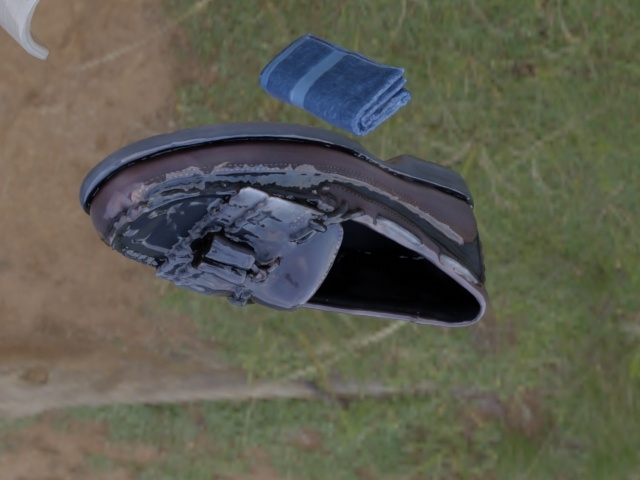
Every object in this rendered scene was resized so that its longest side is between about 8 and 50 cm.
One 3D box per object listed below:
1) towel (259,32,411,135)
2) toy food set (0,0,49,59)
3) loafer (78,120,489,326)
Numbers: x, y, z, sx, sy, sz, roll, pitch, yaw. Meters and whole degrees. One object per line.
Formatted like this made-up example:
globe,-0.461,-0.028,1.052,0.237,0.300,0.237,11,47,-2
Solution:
towel,0.009,-0.124,1.145,0.119,0.067,0.029,30,152,39
toy food set,-0.169,-0.298,0.914,0.220,0.092,0.306,44,109,15
loafer,0.000,0.000,0.851,0.303,0.095,0.109,4,146,-48
